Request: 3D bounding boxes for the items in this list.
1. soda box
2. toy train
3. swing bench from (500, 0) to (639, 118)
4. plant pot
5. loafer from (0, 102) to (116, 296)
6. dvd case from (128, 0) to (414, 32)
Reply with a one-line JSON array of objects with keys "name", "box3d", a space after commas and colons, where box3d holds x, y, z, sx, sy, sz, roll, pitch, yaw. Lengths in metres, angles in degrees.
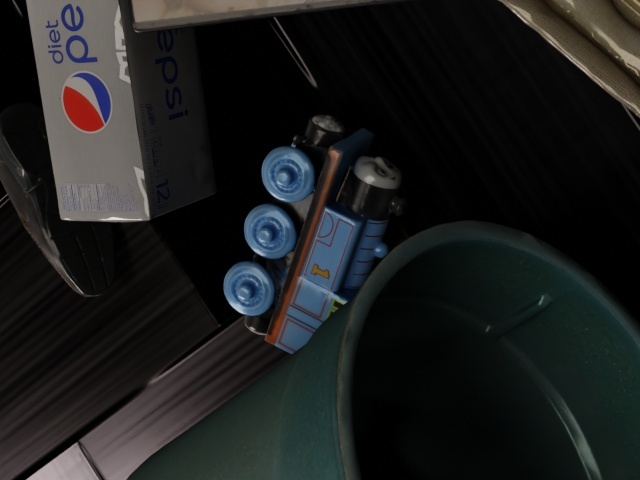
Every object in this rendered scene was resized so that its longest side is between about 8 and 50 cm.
[{"name": "soda box", "box3d": [-0.157, -0.162, 1.382, 0.091, 0.098, 0.286, 0, 104, 31]}, {"name": "toy train", "box3d": [0.000, 0.000, 1.347, 0.105, 0.080, 0.184, 26, 114, 14]}, {"name": "swing bench", "box3d": [0.225, -0.202, 1.075, 0.253, 0.165, 0.255, 43, 159, 13]}, {"name": "plant pot", "box3d": [0.038, 0.206, 1.247, 0.334, 0.341, 0.341, -30, 87, 42]}, {"name": "loafer", "box3d": [-0.221, -0.029, 1.492, 0.061, 0.062, 0.170, -31, 83, 57]}, {"name": "dvd case", "box3d": [-0.025, -0.248, 1.274, 0.253, 0.022, 0.180, -5, 101, 14]}]
